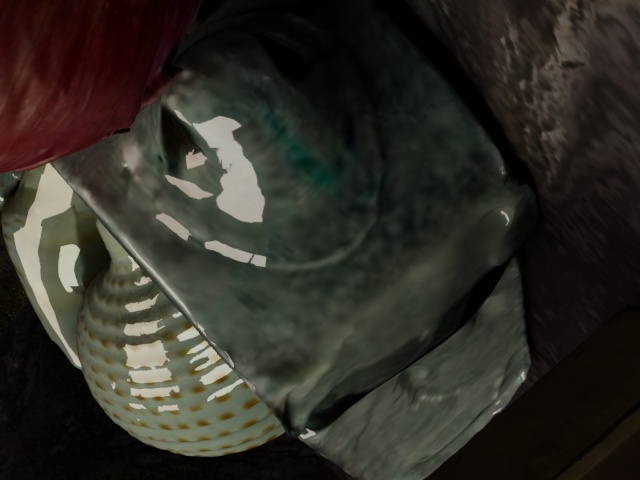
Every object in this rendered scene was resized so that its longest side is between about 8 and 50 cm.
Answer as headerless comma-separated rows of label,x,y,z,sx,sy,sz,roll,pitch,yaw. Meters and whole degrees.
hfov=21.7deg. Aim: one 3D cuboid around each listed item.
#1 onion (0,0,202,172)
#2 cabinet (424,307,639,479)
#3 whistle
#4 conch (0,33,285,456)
onion,-0.150,-0.202,0.653,0.347,0.285,0.348,40,-143,-38
cabinet,0.131,0.165,0.754,0.175,0.215,0.148,51,171,-5
whistle,0.021,0.021,0.896,0.405,0.168,0.188,51,174,-36
conch,-0.093,-0.022,1.163,0.303,0.215,0.319,36,132,40
